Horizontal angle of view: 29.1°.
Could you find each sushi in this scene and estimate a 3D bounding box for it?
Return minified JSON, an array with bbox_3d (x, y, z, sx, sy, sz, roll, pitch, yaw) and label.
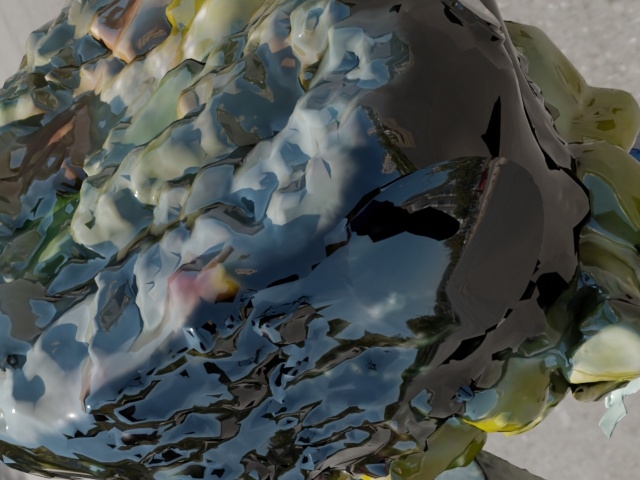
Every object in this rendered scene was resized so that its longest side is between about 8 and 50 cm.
[{"bbox_3d":[0.000,0.000,0.629,0.285,0.329,0.328,38,-164,-37],"label":"sushi"}]

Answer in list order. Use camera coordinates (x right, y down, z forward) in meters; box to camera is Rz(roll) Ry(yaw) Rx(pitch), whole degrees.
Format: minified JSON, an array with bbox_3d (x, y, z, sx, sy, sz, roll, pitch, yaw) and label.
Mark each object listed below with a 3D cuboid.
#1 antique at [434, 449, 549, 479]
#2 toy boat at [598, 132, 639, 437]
[{"bbox_3d":[0.138,0.205,0.736,0.088,0.183,0.086,-51,33,17],"label":"antique"},{"bbox_3d":[0.258,0.022,1.104,0.210,0.070,0.291,-99,6,-46],"label":"toy boat"}]
